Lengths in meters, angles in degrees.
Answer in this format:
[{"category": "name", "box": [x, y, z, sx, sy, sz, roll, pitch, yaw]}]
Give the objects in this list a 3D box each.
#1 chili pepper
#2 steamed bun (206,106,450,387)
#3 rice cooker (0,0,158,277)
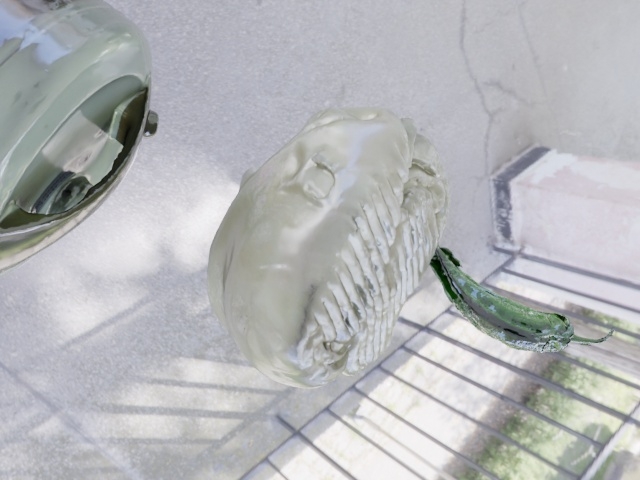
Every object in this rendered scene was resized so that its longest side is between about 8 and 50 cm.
[{"category": "chili pepper", "box": [0.250, 0.094, 0.750, 0.122, 0.278, 0.065, -47, 164, -41]}, {"category": "steamed bun", "box": [-0.005, -0.002, 0.666, 0.309, 0.219, 0.325, 20, 91, -62]}, {"category": "rice cooker", "box": [-0.345, -0.138, 0.528, 0.325, 0.335, 0.335, 36, 77, -8]}]
